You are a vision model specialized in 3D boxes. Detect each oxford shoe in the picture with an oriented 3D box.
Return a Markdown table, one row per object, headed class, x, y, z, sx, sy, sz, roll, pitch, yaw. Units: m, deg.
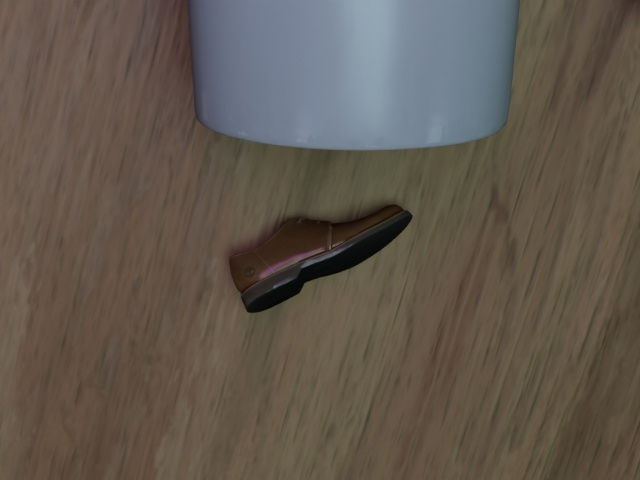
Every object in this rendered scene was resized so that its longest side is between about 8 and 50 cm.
| class | x | y | z | sx | sy | sz | roll | pitch | yaw |
| --- | --- | --- | --- | --- | --- | --- | --- | --- | --- |
| oxford shoe | 0.000 | 0.000 | 1.316 | 0.212 | 0.076 | 0.076 | -23 | 68 | -15 |

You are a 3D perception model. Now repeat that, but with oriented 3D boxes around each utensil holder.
| class | x | y | z | sx | sy | sz | roll | pitch | yaw |
| --- | --- | --- | --- | --- | --- | --- | --- | --- | --- |
| utensil holder | 0.032 | -0.299 | 1.105 | 0.328 | 0.327 | 0.385 | -2 | 106 | -10 |
